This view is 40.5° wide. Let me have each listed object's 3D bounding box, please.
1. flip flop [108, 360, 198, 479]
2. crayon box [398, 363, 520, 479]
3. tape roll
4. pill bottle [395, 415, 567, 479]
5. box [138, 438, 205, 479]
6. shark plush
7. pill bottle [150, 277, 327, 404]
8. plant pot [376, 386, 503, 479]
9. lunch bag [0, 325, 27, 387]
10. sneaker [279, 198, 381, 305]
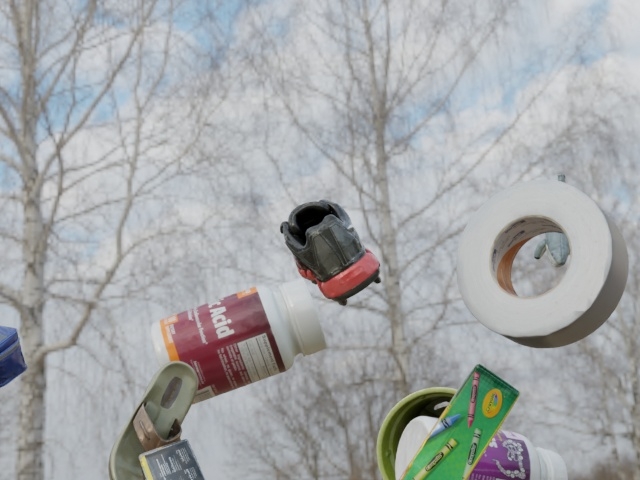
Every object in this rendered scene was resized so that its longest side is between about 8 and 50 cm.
[{"bbox_3d":[-0.285,0.334,1.534,0.112,0.277,0.080,32,-34,-15],"label":"flip flop"},{"bbox_3d":[0.189,0.334,1.327,0.081,0.278,0.165,33,-12,12],"label":"crayon box"},{"bbox_3d":[0.294,0.031,1.169,0.219,0.219,0.072,-14,-26,32],"label":"tape roll"},{"bbox_3d":[0.310,0.439,1.655,0.301,0.169,0.169,14,-21,-18],"label":"pill bottle"},{"bbox_3d":[-0.144,0.458,1.121,0.079,0.257,0.322,-17,32,-17],"label":"box"},{"bbox_3d":[0.410,-0.031,1.455,0.073,0.161,0.067,15,-11,16],"label":"shark plush"},{"bbox_3d":[-0.197,0.242,2.130,0.392,0.224,0.224,-19,-15,-6],"label":"pill bottle"},{"bbox_3d":[0.283,0.448,1.923,0.276,0.276,0.254,-8,-4,14],"label":"plant pot"},{"bbox_3d":[-0.422,0.138,1.077,0.098,0.065,0.067,4,23,20],"label":"lunch bag"},{"bbox_3d":[0.000,0.000,1.249,0.097,0.135,0.276,-34,13,-5],"label":"sneaker"}]
